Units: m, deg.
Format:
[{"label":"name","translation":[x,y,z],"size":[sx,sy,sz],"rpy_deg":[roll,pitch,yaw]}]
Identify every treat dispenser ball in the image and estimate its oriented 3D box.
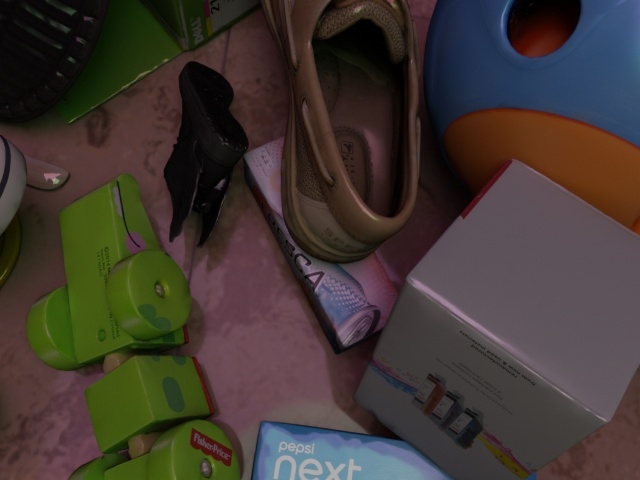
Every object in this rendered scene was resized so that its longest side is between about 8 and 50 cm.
[{"label":"treat dispenser ball","translation":[0.222,-0.129,0.487],"size":[0.288,0.288,0.288],"rpy_deg":[1,74,-5]}]

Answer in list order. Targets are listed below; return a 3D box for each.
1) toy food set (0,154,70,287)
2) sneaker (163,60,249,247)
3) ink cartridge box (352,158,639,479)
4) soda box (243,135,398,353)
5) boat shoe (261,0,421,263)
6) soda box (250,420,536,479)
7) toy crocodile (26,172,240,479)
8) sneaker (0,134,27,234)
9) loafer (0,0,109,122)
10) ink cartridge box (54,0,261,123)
[{"label":"toy food set","translation":[-0.317,-0.002,0.514],"size":[0.128,0.071,0.218],"rpy_deg":[27,74,2]},{"label":"sneaker","translation":[-0.107,-0.079,0.559],"size":[0.051,0.089,0.170],"rpy_deg":[17,33,-34]},{"label":"ink cartridge box","translation":[0.118,0.067,0.436],"size":[0.127,0.176,0.128],"rpy_deg":[36,58,14]},{"label":"soda box","translation":[0.000,0.000,0.550],"size":[0.063,0.058,0.183],"rpy_deg":[-26,78,-12]},{"label":"boat shoe","translation":[0.028,-0.158,0.499],"size":[0.121,0.110,0.341],"rpy_deg":[-1,78,-21]},{"label":"soda box","translation":[0.052,0.188,0.499],"size":[0.210,0.067,0.071],"rpy_deg":[9,74,-2]},{"label":"toy crocodile","translation":[-0.130,0.112,0.487],"size":[0.115,0.105,0.341],"rpy_deg":[-27,70,24]},{"label":"sneaker","translation":[-0.368,-0.016,0.435],"size":[0.321,0.127,0.126],"rpy_deg":[-17,61,8]},{"label":"loafer","translation":[-0.199,-0.252,0.502],"size":[0.133,0.366,0.130],"rpy_deg":[28,29,-19]},{"label":"ink cartridge box","translation":[-0.180,-0.256,0.584],"size":[0.255,0.097,0.189],"rpy_deg":[-39,82,-14]}]
